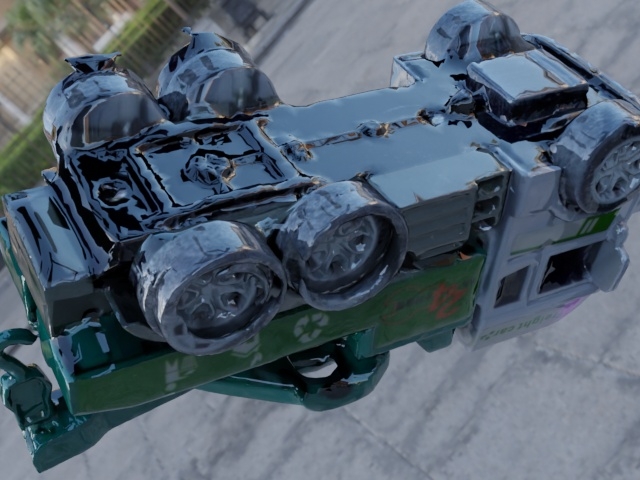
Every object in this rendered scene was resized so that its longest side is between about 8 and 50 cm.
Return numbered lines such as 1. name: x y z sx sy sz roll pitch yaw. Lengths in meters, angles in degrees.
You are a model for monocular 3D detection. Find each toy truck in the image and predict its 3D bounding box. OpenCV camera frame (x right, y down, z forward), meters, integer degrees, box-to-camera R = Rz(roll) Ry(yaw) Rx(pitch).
1. toy truck: 0.002 -0.006 0.528 0.363 0.178 0.176 -18 45 -22
